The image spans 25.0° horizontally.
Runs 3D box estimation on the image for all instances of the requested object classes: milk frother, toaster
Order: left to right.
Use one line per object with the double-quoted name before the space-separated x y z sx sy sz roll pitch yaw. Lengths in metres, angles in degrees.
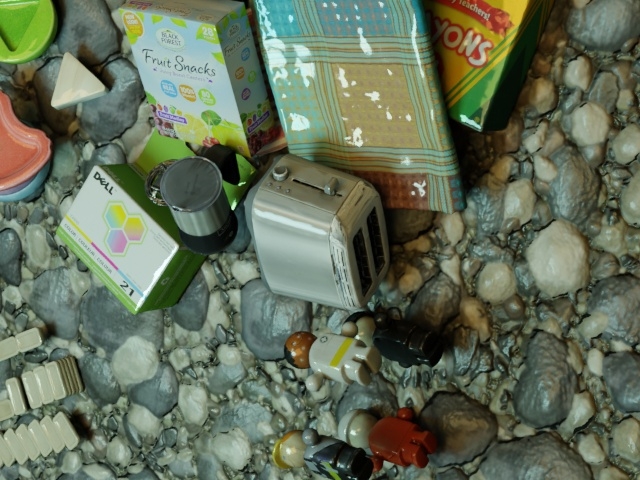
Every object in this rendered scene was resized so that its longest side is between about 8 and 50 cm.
"milk frother" -0.185 -0.068 1.943 0.143 0.135 0.129 8 65 10
"toaster" 0.000 0.000 1.885 0.146 0.129 0.227 16 139 26

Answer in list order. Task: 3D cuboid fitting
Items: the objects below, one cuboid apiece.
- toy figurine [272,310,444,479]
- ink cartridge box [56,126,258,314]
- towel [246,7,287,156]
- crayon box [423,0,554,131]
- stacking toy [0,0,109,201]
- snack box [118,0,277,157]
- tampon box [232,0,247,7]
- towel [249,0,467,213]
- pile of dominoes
"toy figurine" 0.044 0.200 1.858 0.148 0.209 0.213 11 103 40
"ink cartridge box" -0.236 -0.054 2.060 0.189 0.097 0.255 43 115 20
"towel" -0.057 -0.229 1.977 0.144 0.029 0.197 -20 88 31
"crayon box" 0.185 -0.318 1.791 0.202 0.081 0.319 27 108 26
"stacking toy" -0.476 -0.229 2.209 0.279 0.130 0.309 -37 78 2
"snack box" -0.163 -0.226 1.934 0.174 0.070 0.207 15 134 35
"tampon box" -0.185 -0.390 1.979 0.161 0.120 0.101 24 107 26
"towel" 0.035 -0.209 1.824 0.271 0.040 0.370 4 118 40
"pile of dominoes" -0.470 0.252 2.281 0.251 0.040 0.196 -21 85 39
